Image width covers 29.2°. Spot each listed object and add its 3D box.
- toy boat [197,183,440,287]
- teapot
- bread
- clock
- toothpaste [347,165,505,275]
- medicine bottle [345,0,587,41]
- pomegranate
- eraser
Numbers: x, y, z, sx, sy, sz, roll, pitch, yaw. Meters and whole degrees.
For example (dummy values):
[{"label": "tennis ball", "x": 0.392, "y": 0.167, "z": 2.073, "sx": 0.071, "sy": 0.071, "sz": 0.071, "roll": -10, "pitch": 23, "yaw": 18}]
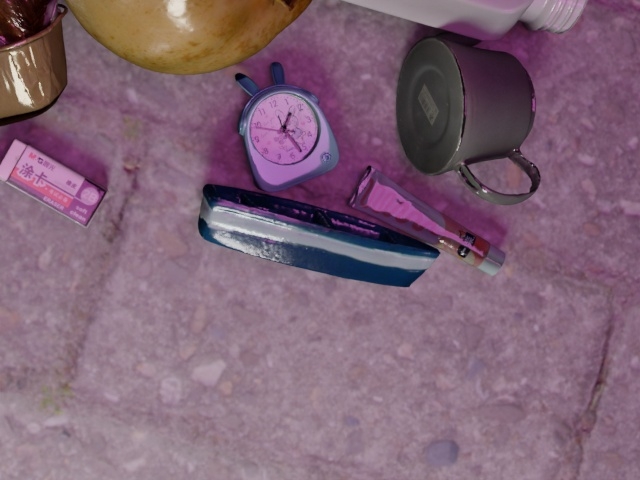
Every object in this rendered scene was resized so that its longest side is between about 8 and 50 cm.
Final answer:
[{"label": "toy boat", "x": 0.000, "y": 0.000, "z": 1.452, "sx": 0.299, "sy": 0.096, "sz": 0.062, "roll": 14, "pitch": 101, "yaw": -17}, {"label": "teapot", "x": 0.192, "y": -0.151, "z": 1.460, "sx": 0.149, "sy": 0.162, "sz": 0.239, "roll": -3, "pitch": 65, "yaw": -26}, {"label": "bread", "x": -0.381, "y": -0.220, "z": 1.280, "sx": 0.224, "sy": 0.142, "sz": 0.212, "roll": -9, "pitch": 121, "yaw": 16}, {"label": "clock", "x": -0.047, "y": -0.137, "z": 1.452, "sx": 0.108, "sy": 0.045, "sz": 0.147, "roll": -22, "pitch": 98, "yaw": -12}, {"label": "toothpaste", "x": 0.133, "y": -0.019, "z": 1.513, "sx": 0.205, "sy": 0.036, "sz": 0.056, "roll": 29, "pitch": 89, "yaw": -11}, {"label": "medicine bottle", "x": 0.152, "y": -0.334, "z": 1.436, "sx": 0.324, "sy": 0.124, "sz": 0.179, "roll": 14, "pitch": 60, "yaw": -16}, {"label": "pomegranate", "x": -0.131, "y": -0.321, "z": 1.283, "sx": 0.319, "sy": 0.319, "sz": 0.319, "roll": -1, "pitch": 95, "yaw": -14}, {"label": "eraser", "x": -0.306, "y": -0.065, "z": 1.400, "sx": 0.122, "sy": 0.029, "sz": 0.052, "roll": 30, "pitch": 87, "yaw": -14}]
